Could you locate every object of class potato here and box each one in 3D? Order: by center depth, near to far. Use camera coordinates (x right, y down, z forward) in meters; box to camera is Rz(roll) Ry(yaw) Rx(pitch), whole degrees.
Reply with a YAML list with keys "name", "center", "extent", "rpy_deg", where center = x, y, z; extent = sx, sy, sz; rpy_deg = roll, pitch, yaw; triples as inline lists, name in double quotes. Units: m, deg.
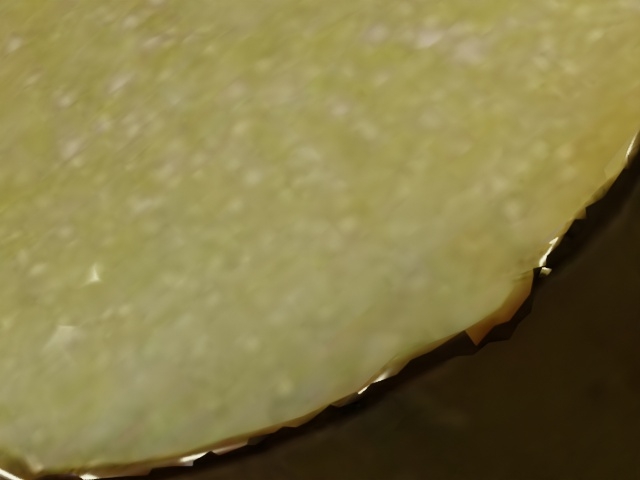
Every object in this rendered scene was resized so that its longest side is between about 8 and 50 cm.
- name: "potato"
  center: [0.000, 0.000, 0.636]
  extent: [0.319, 0.385, 0.442]
  rpy_deg: [50, -175, -39]
